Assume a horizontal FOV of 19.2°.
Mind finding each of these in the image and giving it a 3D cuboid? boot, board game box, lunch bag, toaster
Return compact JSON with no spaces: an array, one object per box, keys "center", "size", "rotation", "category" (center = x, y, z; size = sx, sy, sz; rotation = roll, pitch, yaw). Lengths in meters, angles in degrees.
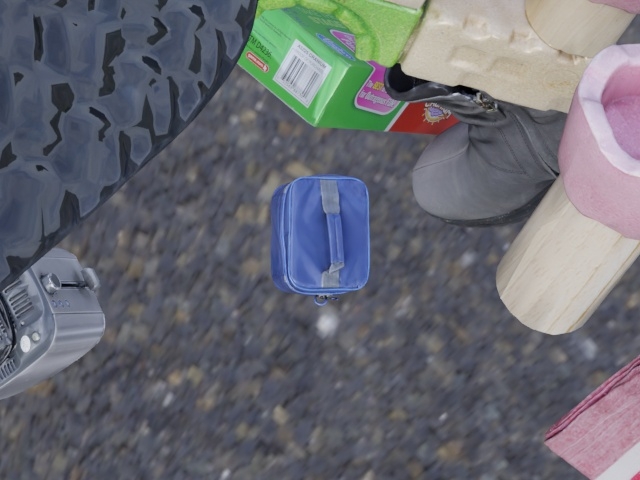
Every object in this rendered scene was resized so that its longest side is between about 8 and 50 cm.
[{"center":[0.135,-0.110,1.581],"size":[0.222,0.338,0.118],"rotation":[18,67,-33],"category":"boot"},{"center":[0.011,-0.191,1.755],"size":[0.242,0.064,0.316],"rotation":[41,21,24],"category":"board game box"},{"center":[0.000,0.000,1.424],"size":[0.067,0.065,0.098],"rotation":[-1,84,-13],"category":"lunch bag"},{"center":[-0.324,0.091,1.882],"size":[0.227,0.146,0.129],"rotation":[-33,78,22],"category":"toaster"}]

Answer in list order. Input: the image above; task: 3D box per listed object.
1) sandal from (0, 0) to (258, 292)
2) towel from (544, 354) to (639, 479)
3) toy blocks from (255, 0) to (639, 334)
[{"center":[-0.171,0.013,0.353],"size":[0.446,0.107,0.167],"rotation":[-39,107,-46],"category":"sandal"},{"center":[0.367,0.243,1.680],"size":[0.329,0.237,0.037],"rotation":[42,58,4],"category":"towel"},{"center":[0.030,-0.176,0.692],"size":[0.288,0.260,0.309],"rotation":[14,54,-9],"category":"toy blocks"}]
